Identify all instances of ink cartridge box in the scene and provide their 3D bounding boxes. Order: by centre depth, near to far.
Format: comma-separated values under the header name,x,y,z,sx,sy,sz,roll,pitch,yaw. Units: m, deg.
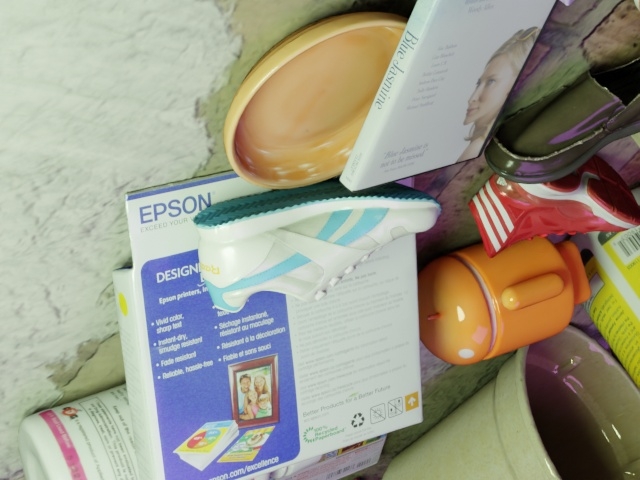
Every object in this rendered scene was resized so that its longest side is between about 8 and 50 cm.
name,x,y,z,sx,sy,sz,roll,pitch,yaw
ink cartridge box,-0.043,0.067,1.358,0.303,0.072,0.307,-14,109,-28

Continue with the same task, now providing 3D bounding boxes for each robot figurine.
name,x,y,z,sx,sy,sz,roll,pitch,yaw
robot figurine,0.191,0.064,1.588,0.219,0.158,0.128,-16,127,-25

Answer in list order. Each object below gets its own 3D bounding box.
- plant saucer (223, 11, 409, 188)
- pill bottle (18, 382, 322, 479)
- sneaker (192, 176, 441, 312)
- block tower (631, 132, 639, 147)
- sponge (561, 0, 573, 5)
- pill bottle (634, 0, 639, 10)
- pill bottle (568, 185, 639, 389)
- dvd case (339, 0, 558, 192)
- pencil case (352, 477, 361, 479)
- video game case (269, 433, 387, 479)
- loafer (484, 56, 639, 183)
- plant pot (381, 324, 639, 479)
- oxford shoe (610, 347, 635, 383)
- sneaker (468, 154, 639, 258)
name,x,y,z,sx,sy,sz,roll,pitch,yaw
plant saucer,0.005,-0.123,1.212,0.200,0.037,0.200,-23,151,-13
pill bottle,-0.150,0.213,1.467,0.283,0.160,0.160,-18,149,-22
sneaker,0.000,0.000,1.277,0.228,0.087,0.092,-11,107,-18
block tower,0.427,-0.199,1.430,0.097,0.091,0.335,-14,148,-27
sponge,0.261,-0.292,1.154,0.210,0.031,0.117,-42,152,-1
pill bottle,0.380,-0.185,1.299,0.108,0.193,0.108,-23,151,-14
pill bottle,0.441,0.109,1.673,0.188,0.334,0.188,-23,151,-13
dvd case,0.124,-0.157,1.217,0.180,0.022,0.253,-17,141,-43
pencil case,-0.011,0.428,2.008,0.236,0.104,0.104,-31,151,4
video game case,-0.014,0.267,1.823,0.227,0.026,0.206,-18,149,-20
loafer,0.255,-0.131,1.405,0.220,0.080,0.078,-27,142,-16
plant pot,0.261,0.323,1.912,0.305,0.334,0.334,-35,153,33
oxford shoe,0.510,0.069,1.903,0.130,0.123,0.348,-15,149,-36
sneaker,0.243,-0.034,1.549,0.221,0.087,0.128,19,134,-40
